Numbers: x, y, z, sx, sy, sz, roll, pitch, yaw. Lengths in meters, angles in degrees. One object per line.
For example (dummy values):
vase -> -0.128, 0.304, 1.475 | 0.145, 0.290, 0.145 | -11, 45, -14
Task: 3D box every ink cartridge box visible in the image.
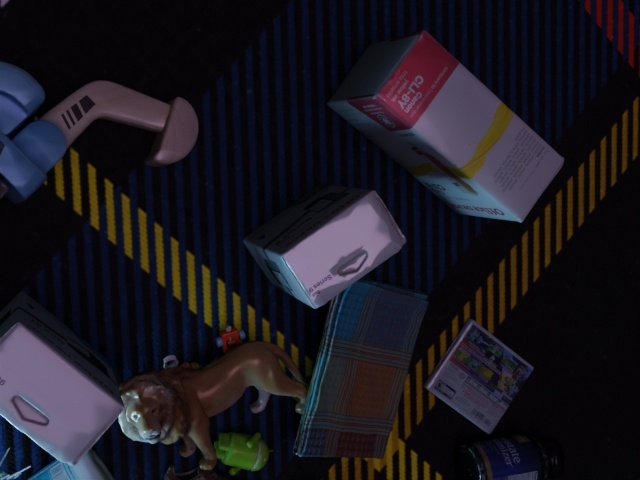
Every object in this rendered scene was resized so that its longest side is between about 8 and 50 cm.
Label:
ink cartridge box -> 0.000, 0.000, 1.558 | 0.211, 0.289, 0.121 | -36, 106, -12
ink cartridge box -> 0.238, -0.212, 1.621 | 0.385, 0.279, 0.160 | 37, 84, -18
ink cartridge box -> -0.468, 0.222, 1.414 | 0.223, 0.307, 0.129 | 45, 81, -18

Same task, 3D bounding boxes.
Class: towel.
towel -> 0.090, 0.263, 1.696 | 0.271, 0.040, 0.370 | 15, 89, -43

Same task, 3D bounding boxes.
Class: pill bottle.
pill bottle -> -0.506, 0.502, 1.515 | 0.264, 0.146, 0.146 | -34, 105, -12
pill bottle -> 0.421, 0.495, 1.837 | 0.219, 0.123, 0.122 | -5, 97, -18

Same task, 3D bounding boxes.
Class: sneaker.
sneaker -> -0.217, 0.482, 1.652 | 0.188, 0.066, 0.071 | 4, 93, -19

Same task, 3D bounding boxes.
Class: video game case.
video game case -> 0.353, 0.303, 1.848 | 0.201, 0.023, 0.183 | 38, 83, -17

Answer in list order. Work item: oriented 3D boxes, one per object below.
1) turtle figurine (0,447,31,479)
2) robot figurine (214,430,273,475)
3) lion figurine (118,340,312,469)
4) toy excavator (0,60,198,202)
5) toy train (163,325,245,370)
turtle figurine -> -0.611, 0.425, 1.446 | 0.118, 0.175, 0.234 | 37, 90, 4
robot figurine -> -0.155, 0.422, 1.666 | 0.115, 0.067, 0.101 | 20, 116, -19
lion figurine -> -0.191, 0.281, 1.576 | 0.392, 0.142, 0.240 | -31, 120, -27
toy excavator -> -0.489, -0.196, 1.433 | 0.433, 0.222, 0.445 | 46, 72, -18
toy train -> -0.226, 0.227, 1.621 | 0.166, 0.046, 0.125 | -19, 123, -17
